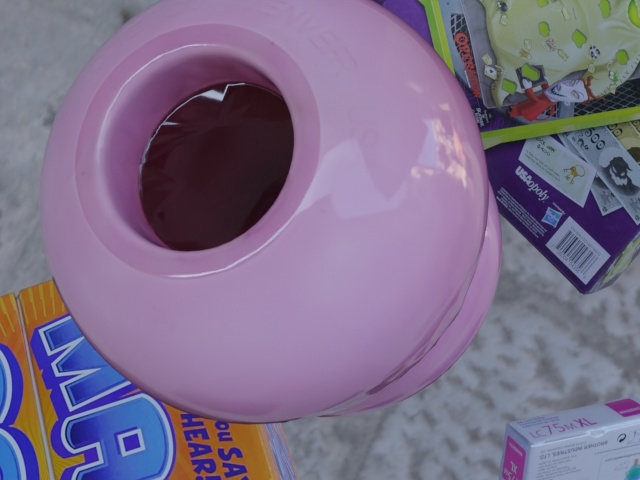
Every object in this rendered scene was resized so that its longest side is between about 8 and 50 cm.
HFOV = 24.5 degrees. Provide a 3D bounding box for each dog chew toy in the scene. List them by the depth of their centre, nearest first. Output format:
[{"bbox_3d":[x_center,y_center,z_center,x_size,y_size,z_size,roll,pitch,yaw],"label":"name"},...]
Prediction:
[{"bbox_3d":[0.000,0.000,0.752,0.206,0.332,0.207,-5,75,18],"label":"dog chew toy"}]

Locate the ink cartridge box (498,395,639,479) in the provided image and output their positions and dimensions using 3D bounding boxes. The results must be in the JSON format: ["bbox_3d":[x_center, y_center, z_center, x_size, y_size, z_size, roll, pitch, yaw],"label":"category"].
[{"bbox_3d":[0.285,0.341,1.713,0.186,0.065,0.311,-7,113,-27],"label":"ink cartridge box"}]

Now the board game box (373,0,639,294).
[{"bbox_3d":[0.114,-0.159,0.926,0.347,0.208,0.056,47,33,20],"label":"board game box"}]

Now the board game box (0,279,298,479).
[{"bbox_3d":[-0.199,0.276,1.372,0.356,0.356,0.356,-19,56,-1],"label":"board game box"}]
